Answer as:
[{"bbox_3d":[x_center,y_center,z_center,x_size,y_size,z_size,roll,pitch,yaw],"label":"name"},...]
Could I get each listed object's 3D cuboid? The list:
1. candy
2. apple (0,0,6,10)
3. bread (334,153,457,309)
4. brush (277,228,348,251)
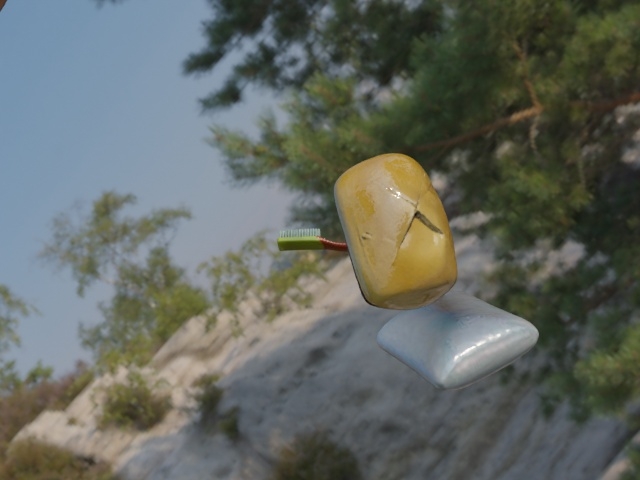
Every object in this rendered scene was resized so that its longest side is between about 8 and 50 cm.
[{"bbox_3d":[0.156,0.113,1.139,0.138,0.071,0.174,-25,19,-16],"label":"candy"},{"bbox_3d":[-0.409,-0.286,0.789,0.251,0.293,0.163,-58,-8,10],"label":"apple"},{"bbox_3d":[0.059,-0.009,0.698,0.082,0.115,0.056,-6,-12,-26],"label":"bread"},{"bbox_3d":[0.000,0.000,0.942,0.019,0.083,0.021,82,-167,-56],"label":"brush"}]
